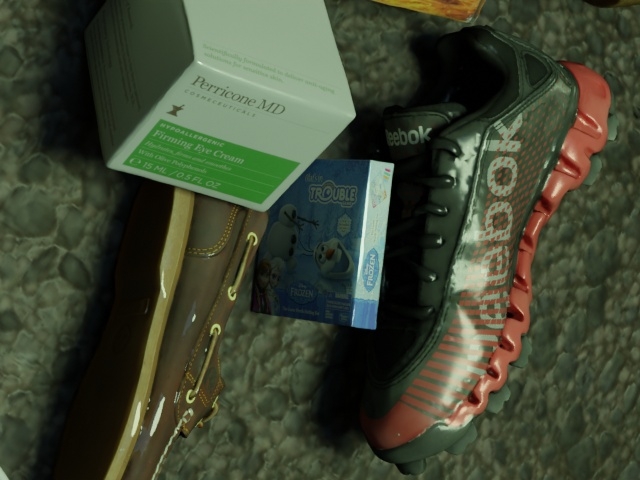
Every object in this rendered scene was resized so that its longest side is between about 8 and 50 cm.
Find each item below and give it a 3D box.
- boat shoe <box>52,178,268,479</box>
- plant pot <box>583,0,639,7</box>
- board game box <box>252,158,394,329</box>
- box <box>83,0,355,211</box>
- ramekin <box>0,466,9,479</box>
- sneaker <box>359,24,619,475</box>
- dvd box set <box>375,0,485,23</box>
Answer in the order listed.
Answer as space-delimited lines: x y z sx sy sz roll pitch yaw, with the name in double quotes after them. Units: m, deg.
-0.079 0.064 0.811 0.073 0.073 0.207 24 79 -32 "boat shoe"
0.256 -0.250 0.959 0.254 0.237 0.237 -31 110 -15 "plant pot"
0.000 0.000 0.853 0.020 0.090 0.090 9 87 -39 "board game box"
-0.053 -0.086 0.790 0.101 0.087 0.102 16 44 -35 "box"
-0.240 0.158 0.681 0.207 0.109 0.207 -2 93 -36 "ramekin"
0.072 -0.006 0.901 0.135 0.097 0.276 34 71 -32 "sneaker"
-0.036 -0.288 0.751 0.420 0.062 0.307 8 116 -35 "dvd box set"
